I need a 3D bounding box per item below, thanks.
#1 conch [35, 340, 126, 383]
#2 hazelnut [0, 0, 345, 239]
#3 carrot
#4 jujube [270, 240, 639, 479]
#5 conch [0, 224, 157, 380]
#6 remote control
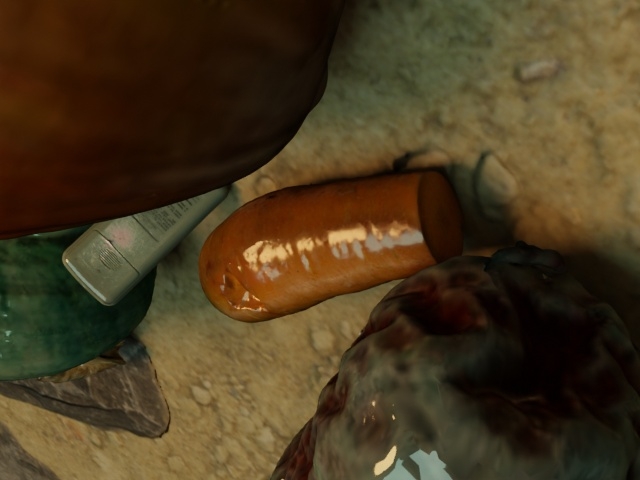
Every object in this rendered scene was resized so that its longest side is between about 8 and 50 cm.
[{"bbox_3d":[-0.265,0.062,0.930,0.207,0.130,0.155,23,149,3],"label":"conch"},{"bbox_3d":[-0.166,-0.146,0.566,0.372,0.316,0.372,13,160,5],"label":"hazelnut"},{"bbox_3d":[0.000,0.000,0.706,0.193,0.087,0.087,-21,109,40],"label":"carrot"},{"bbox_3d":[0.078,0.153,0.664,0.226,0.226,0.317,33,132,13],"label":"jujube"},{"bbox_3d":[-0.219,0.013,0.812,0.196,0.202,0.134,24,168,-5],"label":"conch"},{"bbox_3d":[-0.122,-0.012,0.764,0.053,0.124,0.018,46,165,-9],"label":"remote control"}]
